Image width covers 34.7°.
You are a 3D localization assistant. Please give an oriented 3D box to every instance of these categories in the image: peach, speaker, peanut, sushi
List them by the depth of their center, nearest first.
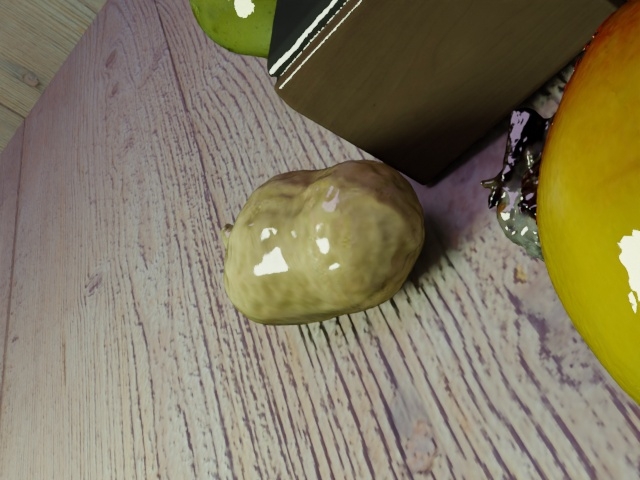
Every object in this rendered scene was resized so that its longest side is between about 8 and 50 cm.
[{"bbox_3d":[0.201,-0.021,0.432,0.231,0.231,0.231,-40,32,32],"label":"peach"},{"bbox_3d":[0.162,-0.026,0.618,0.094,0.098,0.084,9,73,57],"label":"sushi"},{"bbox_3d":[0.093,-0.188,0.813,0.231,0.193,0.153,-41,32,38],"label":"speaker"},{"bbox_3d":[0.000,0.000,0.836,0.224,0.129,0.129,-22,44,47],"label":"peanut"}]

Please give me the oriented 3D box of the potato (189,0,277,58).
[{"bbox_3d":[-0.015,-0.330,1.128,0.304,0.216,0.216,-41,29,7],"label":"potato"}]
